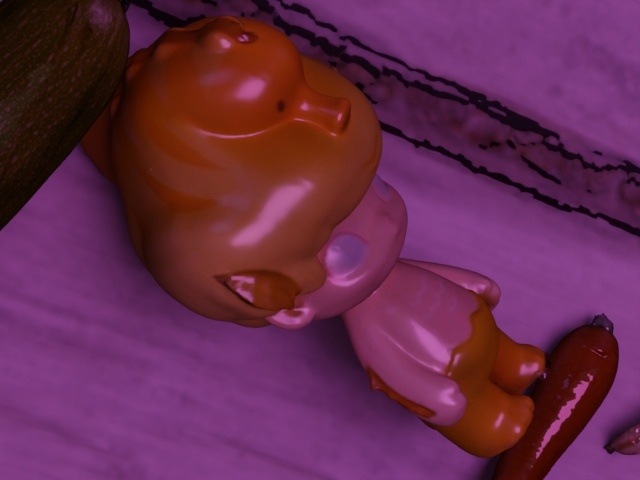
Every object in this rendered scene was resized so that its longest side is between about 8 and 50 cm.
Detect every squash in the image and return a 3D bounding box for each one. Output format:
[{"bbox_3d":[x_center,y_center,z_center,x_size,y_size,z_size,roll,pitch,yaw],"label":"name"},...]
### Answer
[{"bbox_3d":[-0.173,-0.005,0.759,0.071,0.080,0.318,42,82,13],"label":"squash"}]

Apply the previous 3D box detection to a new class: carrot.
[{"bbox_3d":[0.110,0.093,0.937,0.035,0.035,0.142,41,67,-19],"label":"carrot"}]

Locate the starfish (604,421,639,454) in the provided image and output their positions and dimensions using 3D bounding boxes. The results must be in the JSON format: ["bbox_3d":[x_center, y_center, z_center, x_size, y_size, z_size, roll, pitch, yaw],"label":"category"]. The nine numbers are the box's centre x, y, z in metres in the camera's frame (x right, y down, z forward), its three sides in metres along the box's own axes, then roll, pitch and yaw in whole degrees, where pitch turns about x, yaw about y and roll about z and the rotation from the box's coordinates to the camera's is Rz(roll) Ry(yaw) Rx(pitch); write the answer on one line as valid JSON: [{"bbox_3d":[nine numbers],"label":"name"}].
[{"bbox_3d":[0.276,0.076,1.013,0.247,0.050,0.138,18,84,-21],"label":"starfish"}]

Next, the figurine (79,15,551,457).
[{"bbox_3d":[0.000,0.000,0.846,0.246,0.131,0.156,45,38,-17],"label":"figurine"}]
